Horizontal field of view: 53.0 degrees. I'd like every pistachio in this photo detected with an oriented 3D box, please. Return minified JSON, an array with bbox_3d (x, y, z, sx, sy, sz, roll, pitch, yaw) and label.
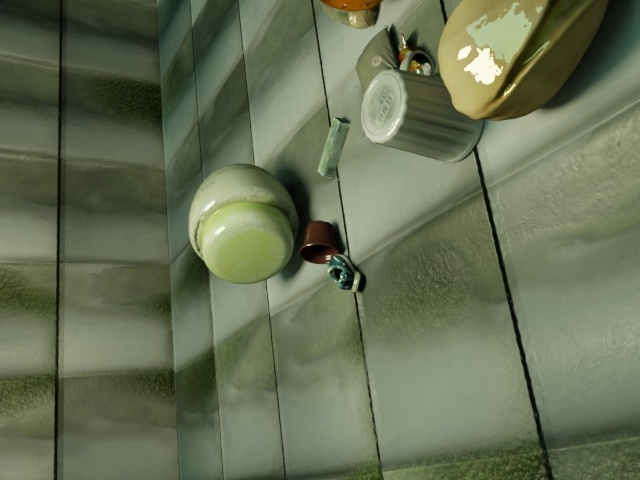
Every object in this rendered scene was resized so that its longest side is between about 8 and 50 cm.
[{"bbox_3d":[0.335,-0.345,1.075,0.321,0.229,0.238,-54,15,27],"label":"pistachio"}]

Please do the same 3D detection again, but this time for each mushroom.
[{"bbox_3d":[0.069,-0.613,1.697,0.223,0.081,0.092,-125,28,-44],"label":"mushroom"}]

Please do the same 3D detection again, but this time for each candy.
[{"bbox_3d":[0.210,-0.407,1.456,0.053,0.046,0.182,-59,41,41],"label":"candy"}]

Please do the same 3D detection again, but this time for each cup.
[{"bbox_3d":[0.193,-0.272,1.316,0.167,0.201,0.221,-61,39,33],"label":"cup"}]

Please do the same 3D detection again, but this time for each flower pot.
[{"bbox_3d":[0.000,0.000,1.730,0.111,0.111,0.089,-43,36,50],"label":"flower pot"}]

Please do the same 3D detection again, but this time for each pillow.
[{"bbox_3d":[0.143,-0.382,1.559,0.169,0.059,0.255,-51,46,49],"label":"pillow"}]

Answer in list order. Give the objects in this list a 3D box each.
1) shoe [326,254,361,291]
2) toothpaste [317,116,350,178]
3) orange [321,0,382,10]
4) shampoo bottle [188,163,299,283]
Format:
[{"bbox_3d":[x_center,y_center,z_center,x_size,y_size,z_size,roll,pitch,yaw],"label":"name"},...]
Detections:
[{"bbox_3d":[0.051,0.083,1.648,0.143,0.071,0.064,51,129,56],"label":"shoe"},{"bbox_3d":[0.034,-0.251,1.752,0.046,0.034,0.164,48,127,52],"label":"toothpaste"},{"bbox_3d":[0.078,-0.666,1.520,0.246,0.246,0.246,-12,76,59],"label":"orange"},{"bbox_3d":[-0.229,-0.057,1.899,0.323,0.322,0.317,-63,32,34],"label":"shampoo bottle"}]
